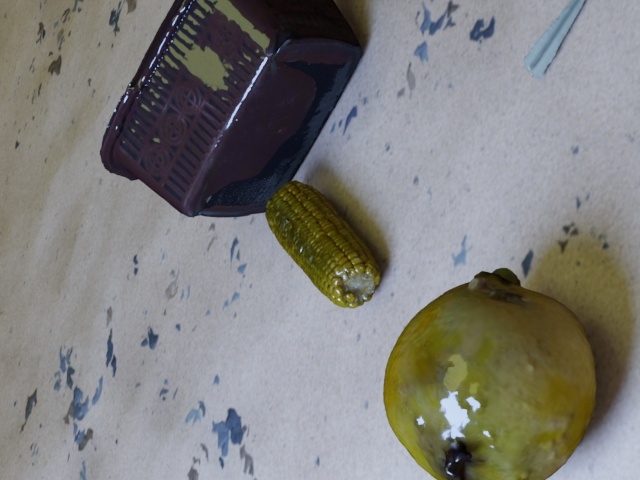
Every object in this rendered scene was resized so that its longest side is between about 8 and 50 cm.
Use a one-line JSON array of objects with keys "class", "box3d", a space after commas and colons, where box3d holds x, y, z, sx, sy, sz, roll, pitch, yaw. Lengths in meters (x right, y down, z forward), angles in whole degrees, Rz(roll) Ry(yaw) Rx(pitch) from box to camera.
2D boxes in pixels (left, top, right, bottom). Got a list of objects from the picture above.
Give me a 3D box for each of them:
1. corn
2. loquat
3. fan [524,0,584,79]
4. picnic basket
[{"class": "corn", "box3d": [0.000, 0.000, 1.511, 0.068, 0.068, 0.207, -65, 31, 16]}, {"class": "loquat", "box3d": [0.130, 0.104, 1.177, 0.172, 0.149, 0.204, -37, 33, 49]}, {"class": "fan", "box3d": [0.278, -0.306, 1.240, 0.415, 0.012, 0.233, -60, 33, 22]}, {"class": "picnic basket", "box3d": [-0.081, -0.147, 1.605, 0.129, 0.222, 0.297, 48, 121, 29]}]
